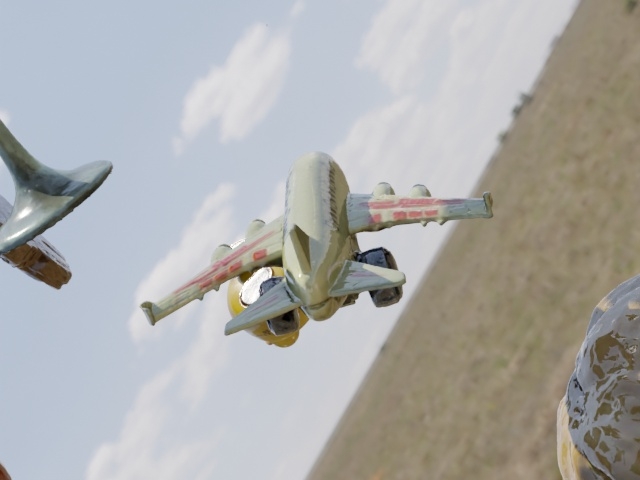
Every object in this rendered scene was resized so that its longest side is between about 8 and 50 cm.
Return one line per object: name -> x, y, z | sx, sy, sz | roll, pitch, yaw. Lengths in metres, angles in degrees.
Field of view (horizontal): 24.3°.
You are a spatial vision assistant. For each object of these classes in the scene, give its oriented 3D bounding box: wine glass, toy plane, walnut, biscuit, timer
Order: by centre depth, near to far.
walnut -> 0.287, 0.131, 0.985 | 0.257, 0.257, 0.224 | -45, -30, -71
wine glass -> -0.217, -0.190, 0.987 | 0.096, 0.309, 0.264 | -18, 24, 47
toy plane -> 0.000, 0.000, 1.017 | 0.242, 0.104, 0.256 | -18, 9, 8
biscuit -> -0.327, -0.025, 1.432 | 0.041, 0.208, 0.290 | -49, 24, -2
timer -> -0.041, 0.055, 1.517 | 0.107, 0.109, 0.107 | -25, 49, 32

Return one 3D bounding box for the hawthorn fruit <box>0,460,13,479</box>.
hawthorn fruit -> -0.364, 0.226, 1.177 | 0.258, 0.261, 0.258 | -39, -39, -41
